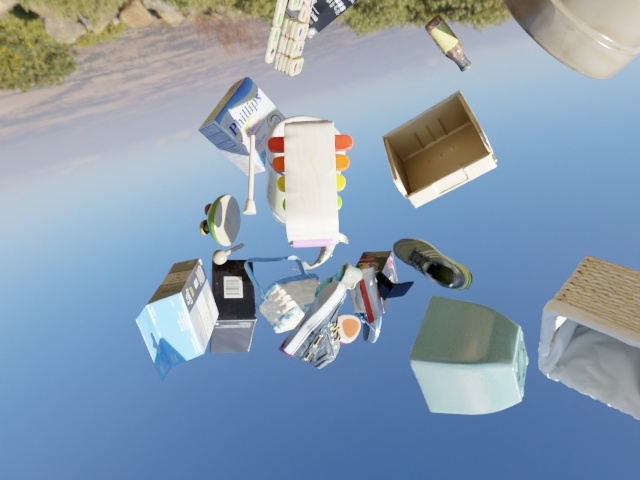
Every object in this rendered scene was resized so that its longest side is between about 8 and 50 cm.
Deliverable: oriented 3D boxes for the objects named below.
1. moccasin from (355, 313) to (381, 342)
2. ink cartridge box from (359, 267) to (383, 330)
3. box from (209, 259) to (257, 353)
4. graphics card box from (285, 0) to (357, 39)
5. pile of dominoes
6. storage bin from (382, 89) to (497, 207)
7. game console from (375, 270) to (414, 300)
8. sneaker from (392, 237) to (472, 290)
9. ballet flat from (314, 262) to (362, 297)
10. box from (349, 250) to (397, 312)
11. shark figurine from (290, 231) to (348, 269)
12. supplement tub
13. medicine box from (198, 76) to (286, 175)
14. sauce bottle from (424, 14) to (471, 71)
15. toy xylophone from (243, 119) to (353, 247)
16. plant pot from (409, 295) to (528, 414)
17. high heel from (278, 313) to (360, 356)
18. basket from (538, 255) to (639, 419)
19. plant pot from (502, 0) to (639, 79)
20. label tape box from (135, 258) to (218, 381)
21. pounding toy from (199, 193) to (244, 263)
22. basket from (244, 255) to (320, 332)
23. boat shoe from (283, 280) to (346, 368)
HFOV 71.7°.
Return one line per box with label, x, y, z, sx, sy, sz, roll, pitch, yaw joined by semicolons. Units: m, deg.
moccasin;0.233;0.342;2.242;0.116;0.342;0.137;7;171;-24
ink cartridge box;0.159;0.175;1.369;0.045;0.146;0.179;-13;-170;9
box;-0.382;0.283;1.881;0.182;0.294;0.296;1;-129;-15
graphics card box;0.049;-0.818;1.376;0.371;0.094;0.233;-34;170;18
pile of dominoes;-0.024;-0.425;0.780;0.040;0.251;0.196;23;-149;4
storage bin;0.336;-0.260;1.282;0.262;0.123;0.260;-28;-142;22
game console;0.235;0.144;1.468;0.071;0.107;0.122;-39;162;-26
sneaker;0.372;0.074;1.531;0.300;0.111;0.121;29;-167;34
ballet flat;0.050;0.127;1.217;0.213;0.068;0.072;132;-26;-57
box;0.234;0.176;1.945;0.143;0.165;0.270;-3;-154;24
shark figurine;0.000;0.029;1.854;0.116;0.166;0.278;16;-105;53
supplement tub;-0.059;-0.201;1.401;0.235;0.325;0.236;3;-122;-5
medicine box;-0.303;-0.467;1.837;0.149;0.289;0.264;-1;-127;49
sauce bottle;0.275;-0.418;0.946;0.042;0.128;0.042;-39;-161;16
toy xylophone;-0.051;-0.146;1.020;0.236;0.323;0.081;6;167;2
plant pot;0.427;0.327;1.229;0.252;0.248;0.247;-2;-142;35
high heel;0.003;0.393;1.872;0.377;0.127;0.181;-4;170;-45
basket;0.839;0.271;1.257;0.331;0.328;0.266;23;-125;40
plant pot;0.526;-0.500;0.768;0.323;0.323;0.280;-30;171;-36
label tape box;-0.442;0.245;1.426;0.105;0.241;0.334;-9;-155;5
pounding toy;-0.374;-0.051;1.595;0.110;0.237;0.183;5;-154;18
basket;-0.129;0.181;1.624;0.254;0.289;0.201;-2;148;-41
boat shoe;0.012;0.150;0.781;0.183;0.083;0.065;-54;-171;31
